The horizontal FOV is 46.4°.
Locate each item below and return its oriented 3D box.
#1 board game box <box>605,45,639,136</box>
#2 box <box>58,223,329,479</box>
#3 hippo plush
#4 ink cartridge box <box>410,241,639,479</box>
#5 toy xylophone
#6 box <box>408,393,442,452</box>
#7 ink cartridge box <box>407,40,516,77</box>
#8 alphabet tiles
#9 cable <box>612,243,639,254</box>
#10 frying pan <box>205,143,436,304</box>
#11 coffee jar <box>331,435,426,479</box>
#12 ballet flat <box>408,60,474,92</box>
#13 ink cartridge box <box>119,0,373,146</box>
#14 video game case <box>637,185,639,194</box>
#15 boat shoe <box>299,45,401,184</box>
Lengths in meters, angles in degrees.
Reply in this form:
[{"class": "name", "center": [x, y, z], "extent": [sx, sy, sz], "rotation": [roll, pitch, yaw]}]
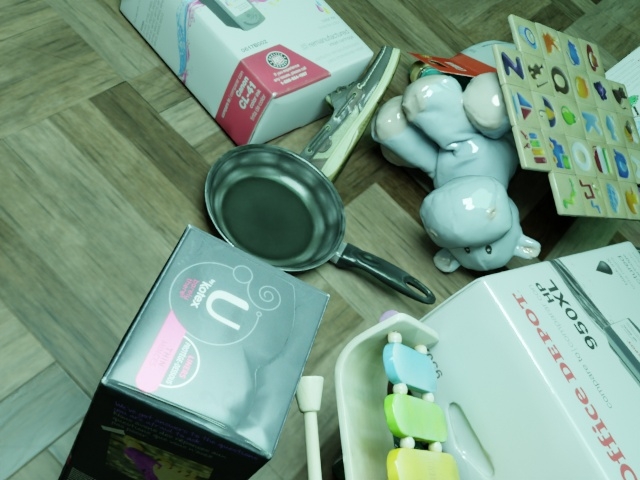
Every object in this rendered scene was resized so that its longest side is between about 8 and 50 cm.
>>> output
[{"class": "board game box", "center": [0.593, -0.245, 1.327], "extent": [0.305, 0.053, 0.193], "rotation": [-37, 63, -2]}, {"class": "box", "center": [-0.124, 0.141, 0.683], "extent": [0.143, 0.270, 0.165], "rotation": [27, 49, -8]}, {"class": "hippo plush", "center": [0.191, -0.075, 1.076], "extent": [0.294, 0.234, 0.237], "rotation": [37, 54, -58]}, {"class": "ink cartridge box", "center": [0.316, 0.175, 0.905], "extent": [0.395, 0.166, 0.285], "rotation": [-8, 62, -45]}, {"class": "toy xylophone", "center": [0.071, 0.227, 0.693], "extent": [0.236, 0.081, 0.323], "rotation": [19, 57, -61]}, {"class": "box", "center": [0.155, 0.225, 0.927], "extent": [0.137, 0.027, 0.094], "rotation": [-15, 65, -34]}, {"class": "ink cartridge box", "center": [0.279, -0.292, 1.201], "extent": [0.232, 0.066, 0.189], "rotation": [11, 20, -15]}, {"class": "alphabet tiles", "center": [0.363, -0.167, 1.048], "extent": [0.342, 0.011, 0.285], "rotation": [1, 72, -41]}, {"class": "cable", "center": [0.576, 0.026, 1.281], "extent": [0.287, 0.072, 0.139], "rotation": [-28, 90, -25]}, {"class": "frying pan", "center": [-0.001, -0.025, 1.005], "extent": [0.326, 0.053, 0.197], "rotation": [16, 54, -19]}, {"class": "coffee jar", "center": [0.105, 0.289, 0.823], "extent": [0.096, 0.079, 0.184], "rotation": [-32, 75, -37]}, {"class": "ballet flat", "center": [0.258, -0.267, 1.293], "extent": [0.232, 0.080, 0.073], "rotation": [15, 23, -21]}, {"class": "ink cartridge box", "center": [-0.109, -0.307, 1.095], "extent": [0.226, 0.131, 0.306], "rotation": [-33, 78, -39]}, {"class": "video game case", "center": [0.396, -0.159, 1.201], "extent": [0.232, 0.042, 0.210], "rotation": [39, 13, -18]}, {"class": "boat shoe", "center": [0.038, -0.186, 1.063], "extent": [0.073, 0.080, 0.224], "rotation": [29, 89, -1]}]
